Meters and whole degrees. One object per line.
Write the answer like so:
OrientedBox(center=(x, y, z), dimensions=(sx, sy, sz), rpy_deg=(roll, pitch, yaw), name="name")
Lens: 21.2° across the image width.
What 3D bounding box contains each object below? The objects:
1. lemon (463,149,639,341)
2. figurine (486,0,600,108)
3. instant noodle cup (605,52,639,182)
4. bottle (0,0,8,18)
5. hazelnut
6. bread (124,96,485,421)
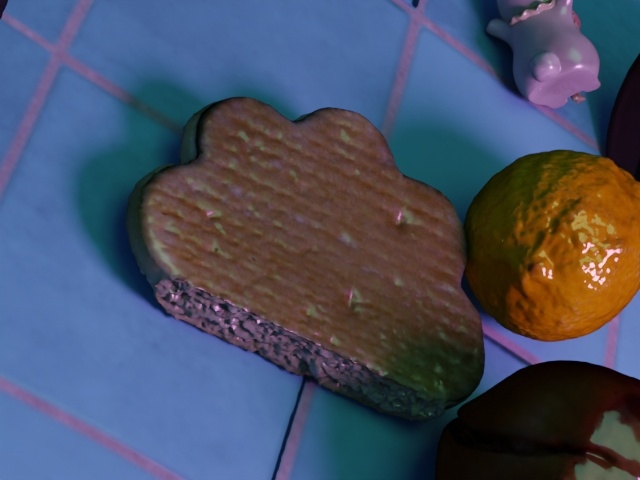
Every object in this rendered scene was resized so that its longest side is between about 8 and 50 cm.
OrientedBox(center=(0.181, 0.000, 1.285), dimensions=(0.142, 0.142, 0.187), rpy_deg=(56, 36, 3), name="lemon")
OrientedBox(center=(0.181, -0.185, 1.457), dimensions=(0.098, 0.081, 0.146), rpy_deg=(61, 11, -65), name="figurine")
OrientedBox(center=(0.385, -0.076, 1.447), dimensions=(0.178, 0.234, 0.235), rpy_deg=(13, 57, -44), name="instant noodle cup")
OrientedBox(center=(-0.301, -0.142, 1.033), dimensions=(0.244, 0.072, 0.082), rpy_deg=(-20, 57, -44), name="bottle")
OrientedBox(center=(0.165, 0.169, 1.161), dimensions=(0.208, 0.208, 0.208), rpy_deg=(19, 55, -29), name="hazelnut")
OrientedBox(center=(0.000, 0.000, 1.199), dimensions=(0.286, 0.056, 0.207), rpy_deg=(30, 53, -21), name="bread")
